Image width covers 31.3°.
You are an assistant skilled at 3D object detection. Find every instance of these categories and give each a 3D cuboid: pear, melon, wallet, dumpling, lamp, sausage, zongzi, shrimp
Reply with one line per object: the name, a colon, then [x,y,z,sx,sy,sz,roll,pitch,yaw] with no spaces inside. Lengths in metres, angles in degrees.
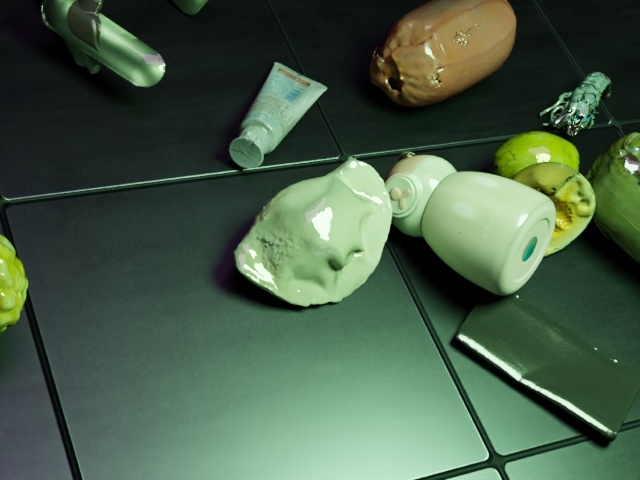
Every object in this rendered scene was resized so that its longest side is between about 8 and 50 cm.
pear: [0.315,-0.111,1.690,0.131,0.107,0.107,0,52,-1]
melon: [0.319,-0.043,1.632,0.128,0.160,0.079,23,23,-37]
wallet: [0.304,0.160,1.521,0.244,0.025,0.124,33,49,9]
dumpling: [-0.003,0.002,1.496,0.166,0.126,0.216,56,42,-7]
lamp: [-0.230,-0.345,1.658,0.203,0.124,0.283,45,43,6]
sausage: [0.197,-0.303,1.774,0.152,0.152,0.280,44,51,17]
zongzi: [0.598,-0.068,1.704,0.356,0.174,0.393,38,48,9]
shrimp: [0.416,-0.230,1.842,0.082,0.076,0.174,20,45,27]

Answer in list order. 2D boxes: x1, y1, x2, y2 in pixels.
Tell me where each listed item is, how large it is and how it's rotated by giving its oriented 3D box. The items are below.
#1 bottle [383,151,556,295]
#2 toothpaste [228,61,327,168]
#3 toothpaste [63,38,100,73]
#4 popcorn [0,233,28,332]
bottle: [0.186,-0.038,1.558,0.236,0.147,0.147,29,47,26]
toothpaste: [-0.065,-0.188,1.660,0.089,0.057,0.234,28,43,1]
toothpaste: [-0.366,-0.322,1.671,0.064,0.041,0.218,-6,52,-36]
popcorn: [-0.435,0.044,1.267,0.218,0.189,0.169,27,56,-4]
